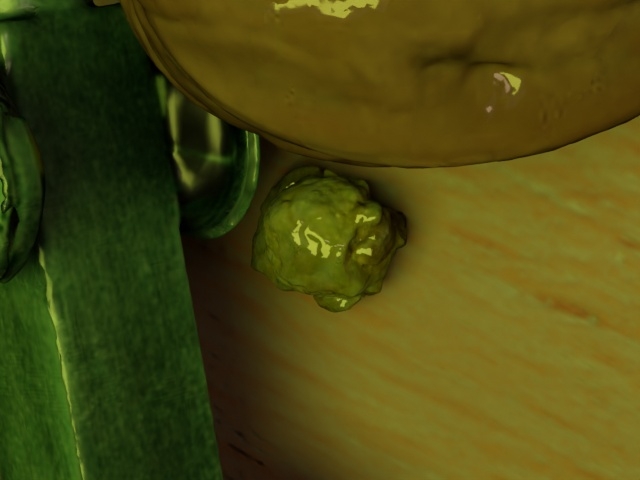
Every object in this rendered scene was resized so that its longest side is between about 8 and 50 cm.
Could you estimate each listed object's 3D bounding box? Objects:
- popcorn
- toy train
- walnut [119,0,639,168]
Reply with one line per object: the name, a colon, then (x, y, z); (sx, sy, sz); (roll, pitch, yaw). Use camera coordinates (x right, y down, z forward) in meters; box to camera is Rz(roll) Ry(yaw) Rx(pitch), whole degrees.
popcorn: (-0.001, -0.003, 0.881); (0.083, 0.068, 0.059); (4, 69, 49)
toy train: (-0.131, 0.067, 0.878); (0.253, 0.160, 0.397); (-2, 101, 48)
walnut: (0.049, -0.126, 0.735); (0.261, 0.225, 0.225); (-4, 100, 0)
